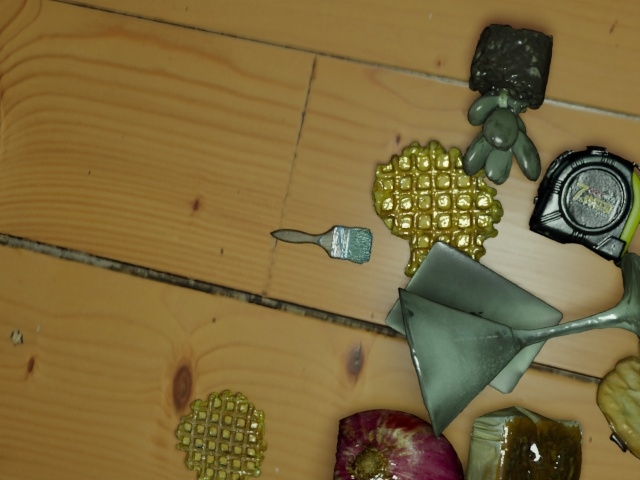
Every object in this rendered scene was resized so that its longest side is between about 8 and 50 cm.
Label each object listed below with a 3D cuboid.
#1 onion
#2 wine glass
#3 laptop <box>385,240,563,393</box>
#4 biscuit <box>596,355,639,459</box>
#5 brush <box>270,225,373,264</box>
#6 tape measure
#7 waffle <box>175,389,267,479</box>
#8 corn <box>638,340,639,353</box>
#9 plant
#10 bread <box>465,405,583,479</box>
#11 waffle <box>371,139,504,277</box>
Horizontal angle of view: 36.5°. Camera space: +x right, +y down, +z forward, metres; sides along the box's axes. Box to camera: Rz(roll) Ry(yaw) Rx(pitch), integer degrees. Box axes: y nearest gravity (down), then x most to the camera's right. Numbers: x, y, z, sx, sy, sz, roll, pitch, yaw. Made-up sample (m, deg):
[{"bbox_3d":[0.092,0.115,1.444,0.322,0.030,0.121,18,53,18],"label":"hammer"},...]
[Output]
[{"bbox_3d":[0.137,0.424,1.693,0.231,0.272,0.256,-3,77,16],"label":"onion"},{"bbox_3d":[0.349,0.163,1.620,0.406,0.267,0.267,-13,88,5],"label":"wine glass"},{"bbox_3d":[0.276,0.140,1.755,0.269,0.015,0.187,31,105,-2],"label":"laptop"},{"bbox_3d":[0.595,0.314,1.687,0.203,0.041,0.260,-32,91,41],"label":"biscuit"},{"bbox_3d":[0.000,0.000,1.830,0.196,0.021,0.070,8,92,11],"label":"brush"},{"bbox_3d":[0.481,-0.069,1.710,0.199,0.112,0.186,23,100,3],"label":"tape measure"},{"bbox_3d":[-0.186,0.378,1.848,0.191,0.038,0.191,0,91,9],"label":"waffle"},{"bbox_3d":[0.666,0.270,1.692,0.101,0.101,0.291,-42,80,7],"label":"corn"},{"bbox_3d":[0.325,-0.236,1.718,0.146,0.149,0.274,6,88,24],"label":"plant"},{"bbox_3d":[0.357,0.401,1.692,0.192,0.110,0.209,10,91,-27],"label":"bread"},{"bbox_3d":[0.201,-0.053,1.779,0.253,0.056,0.249,33,95,5],"label":"waffle"}]
